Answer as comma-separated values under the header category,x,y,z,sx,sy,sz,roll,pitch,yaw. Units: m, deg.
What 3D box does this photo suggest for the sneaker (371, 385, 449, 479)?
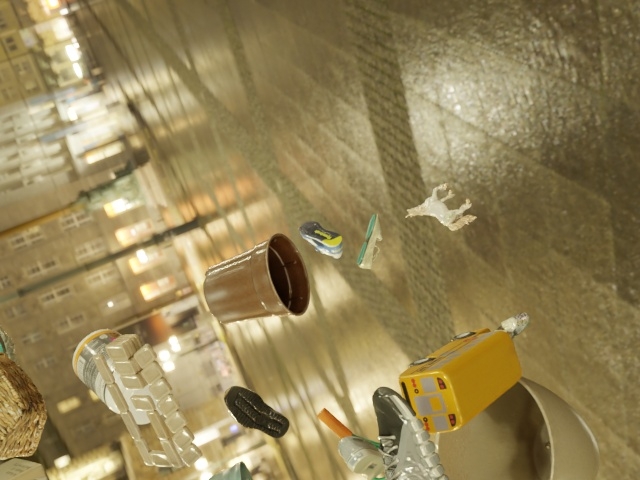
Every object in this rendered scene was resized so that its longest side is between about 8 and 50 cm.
category,x,y,z,sx,sy,sz,roll,pitch,yaw
sneaker,0.101,0.330,1.098,0.229,0.132,0.086,61,163,8

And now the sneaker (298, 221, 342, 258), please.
category,x,y,z,sx,sy,sz,roll,pitch,yaw
sneaker,0.000,0.000,1.885,0.144,0.053,0.059,32,151,44

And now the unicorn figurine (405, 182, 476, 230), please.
category,x,y,z,sx,sy,sz,roll,pitch,yaw
unicorn figurine,0.277,-0.076,1.829,0.162,0.111,0.060,38,166,47

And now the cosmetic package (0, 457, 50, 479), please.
category,x,y,z,sx,sy,sz,roll,pitch,yaw
cosmetic package,-0.490,0.395,0.972,0.160,0.309,0.113,-18,93,53

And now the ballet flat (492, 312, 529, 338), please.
category,x,y,z,sx,sy,sz,roll,pitch,yaw
ballet flat,0.382,0.188,1.619,0.114,0.041,0.041,-49,53,30

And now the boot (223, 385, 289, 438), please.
category,x,y,z,sx,sy,sz,roll,pitch,yaw
boot,-0.177,0.378,1.801,0.137,0.077,0.198,22,159,51

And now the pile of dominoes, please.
category,x,y,z,sx,sy,sz,roll,pitch,yaw
pile of dominoes,-0.293,0.284,1.378,0.196,0.040,0.251,-11,107,44

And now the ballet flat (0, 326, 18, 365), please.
category,x,y,z,sx,sy,sz,roll,pitch,yaw
ballet flat,-0.889,0.428,2.228,0.147,0.146,0.409,88,162,-61

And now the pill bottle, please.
category,x,y,z,sx,sy,sz,roll,pitch,yaw
pill bottle,-0.523,0.360,2.072,0.278,0.162,0.162,27,143,41

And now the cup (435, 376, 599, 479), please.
category,x,y,z,sx,sy,sz,roll,pitch,yaw
cup,0.434,0.442,1.621,0.331,0.236,0.331,-27,58,54

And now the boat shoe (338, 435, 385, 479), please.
category,x,y,z,sx,sy,sz,roll,pitch,yaw
boat shoe,0.099,0.481,1.763,0.081,0.079,0.227,49,180,30

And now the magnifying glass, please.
category,x,y,z,sx,sy,sz,roll,pitch,yaw
magnifying glass,0.086,0.480,1.841,0.231,0.092,0.026,42,-171,5

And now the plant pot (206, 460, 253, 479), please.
category,x,y,z,sx,sy,sz,roll,pitch,yaw
plant pot,-0.252,0.739,2.007,0.293,0.196,0.293,162,90,-88

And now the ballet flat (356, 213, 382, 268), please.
category,x,y,z,sx,sy,sz,roll,pitch,yaw
ballet flat,0.157,0.004,2.350,0.057,0.052,0.168,-151,79,-78

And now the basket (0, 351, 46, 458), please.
category,x,y,z,sx,sy,sz,roll,pitch,yaw
basket,-0.829,0.387,1.977,0.299,0.214,0.223,34,178,14

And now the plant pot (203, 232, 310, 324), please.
category,x,y,z,sx,sy,sz,roll,pitch,yaw
plant pot,-0.131,0.089,1.554,0.167,0.165,0.167,46,-147,-44

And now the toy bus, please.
category,x,y,z,sx,sy,sz,roll,pitch,yaw
toy bus,0.264,0.244,1.429,0.130,0.332,0.108,-20,88,37
